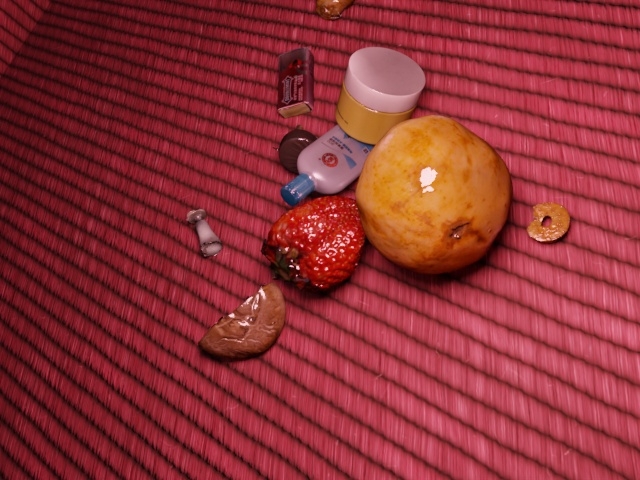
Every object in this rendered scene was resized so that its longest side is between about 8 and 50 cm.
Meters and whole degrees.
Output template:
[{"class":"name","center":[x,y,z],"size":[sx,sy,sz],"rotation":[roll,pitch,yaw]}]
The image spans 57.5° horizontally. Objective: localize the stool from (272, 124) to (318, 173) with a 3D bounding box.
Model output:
[{"class":"stool","center":[-0.034,-0.270,1.774],"size":[0.217,0.125,0.121],"rotation":[12,35,0]}]

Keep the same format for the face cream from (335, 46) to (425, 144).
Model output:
[{"class":"face cream","center":[0.163,-0.406,1.647],"size":[0.218,0.179,0.218],"rotation":[7,51,-9]}]

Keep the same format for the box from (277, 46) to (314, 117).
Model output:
[{"class":"box","center":[-0.082,-0.523,1.936],"size":[0.120,0.069,0.224],"rotation":[-8,67,23]}]

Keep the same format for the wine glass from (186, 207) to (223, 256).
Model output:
[{"class":"wine glass","center":[-0.372,-0.026,1.867],"size":[0.072,0.072,0.155],"rotation":[-37,57,8]}]

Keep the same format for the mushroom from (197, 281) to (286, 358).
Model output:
[{"class":"mushroom","center":[-0.204,0.253,1.645],"size":[0.286,0.156,0.151],"rotation":[-39,86,8]}]

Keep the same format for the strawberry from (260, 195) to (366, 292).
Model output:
[{"class":"strawberry","center":[0.000,0.000,1.585],"size":[0.250,0.238,0.288],"rotation":[39,80,3]}]

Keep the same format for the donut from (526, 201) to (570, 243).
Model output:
[{"class":"donut","center":[0.560,-0.039,1.431],"size":[0.097,0.043,0.108],"rotation":[20,78,32]}]

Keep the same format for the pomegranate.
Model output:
[{"class":"pomegranate","center":[0.256,-0.122,1.423],"size":[0.410,0.410,0.409],"rotation":[-10,65,22]}]

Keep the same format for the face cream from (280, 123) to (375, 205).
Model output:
[{"class":"face cream","center":[0.022,-0.212,1.650],"size":[0.163,0.080,0.337],"rotation":[45,61,8]}]

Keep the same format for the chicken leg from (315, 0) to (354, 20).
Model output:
[{"class":"chicken leg","center":[0.098,-0.831,1.972],"size":[0.252,0.087,0.107],"rotation":[-27,52,8]}]

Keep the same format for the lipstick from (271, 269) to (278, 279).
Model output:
[{"class":"lipstick","center":[-0.139,0.072,1.740],"size":[0.019,0.019,0.094],"rotation":[-17,63,19]}]
